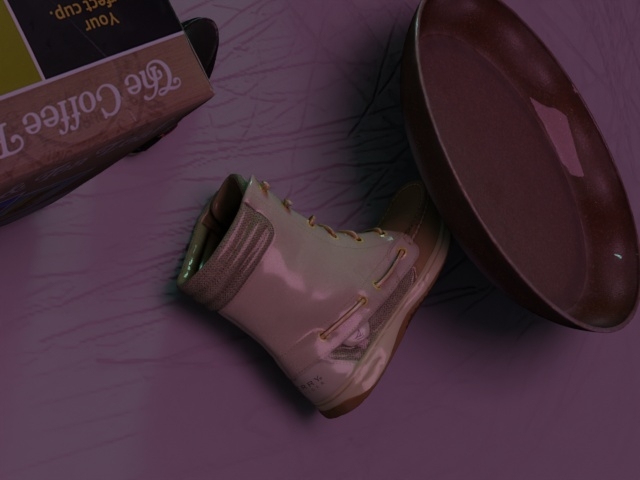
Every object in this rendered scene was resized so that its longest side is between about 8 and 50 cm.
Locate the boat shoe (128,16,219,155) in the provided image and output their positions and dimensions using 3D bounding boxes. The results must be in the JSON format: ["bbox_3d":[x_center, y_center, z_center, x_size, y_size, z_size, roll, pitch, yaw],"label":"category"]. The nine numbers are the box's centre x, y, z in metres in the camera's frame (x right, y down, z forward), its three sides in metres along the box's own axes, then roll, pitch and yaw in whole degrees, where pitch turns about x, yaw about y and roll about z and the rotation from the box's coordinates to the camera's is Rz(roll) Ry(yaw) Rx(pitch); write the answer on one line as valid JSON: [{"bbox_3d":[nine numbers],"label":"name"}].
[{"bbox_3d":[-0.104,-0.115,1.013,0.049,0.042,0.133,42,52,-16],"label":"boat shoe"}]

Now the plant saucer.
[{"bbox_3d":[0.156,-0.062,1.142,0.311,0.050,0.310,37,38,-36],"label":"plant saucer"}]

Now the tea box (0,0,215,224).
[{"bbox_3d":[-0.294,-0.133,0.755,0.329,0.220,0.323,-27,91,-40],"label":"tea box"}]

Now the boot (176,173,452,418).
[{"bbox_3d":[0.000,0.000,1.032,0.165,0.077,0.213,40,54,-17],"label":"boot"}]
